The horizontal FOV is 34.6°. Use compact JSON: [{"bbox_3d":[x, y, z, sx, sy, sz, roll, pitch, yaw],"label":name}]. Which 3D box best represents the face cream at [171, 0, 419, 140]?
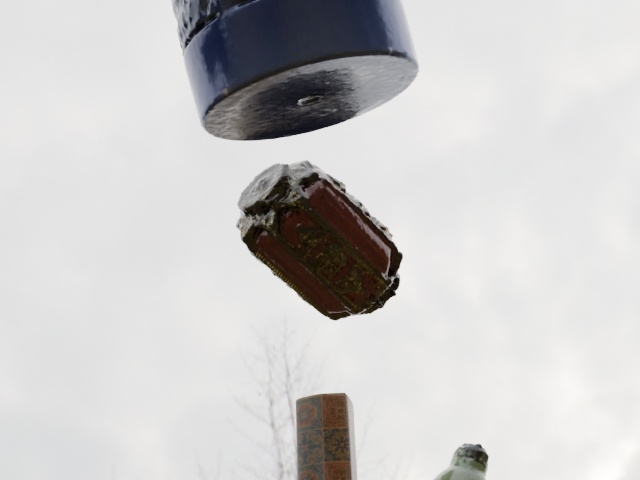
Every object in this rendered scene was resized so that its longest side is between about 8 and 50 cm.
[{"bbox_3d":[-0.037,-0.254,1.127,0.249,0.225,0.249,-14,-11,-3],"label":"face cream"}]

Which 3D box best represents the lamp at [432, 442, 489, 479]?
[{"bbox_3d":[0.169,0.385,1.359,0.101,0.250,0.101,17,-31,11],"label":"lamp"}]

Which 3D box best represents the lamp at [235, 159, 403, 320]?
[{"bbox_3d":[0.000,0.000,1.562,0.177,0.177,0.274,-40,-64,18],"label":"lamp"}]

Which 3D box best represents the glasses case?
[{"bbox_3d":[0.007,0.307,1.351,0.075,0.218,0.049,-12,-39,12],"label":"glasses case"}]
